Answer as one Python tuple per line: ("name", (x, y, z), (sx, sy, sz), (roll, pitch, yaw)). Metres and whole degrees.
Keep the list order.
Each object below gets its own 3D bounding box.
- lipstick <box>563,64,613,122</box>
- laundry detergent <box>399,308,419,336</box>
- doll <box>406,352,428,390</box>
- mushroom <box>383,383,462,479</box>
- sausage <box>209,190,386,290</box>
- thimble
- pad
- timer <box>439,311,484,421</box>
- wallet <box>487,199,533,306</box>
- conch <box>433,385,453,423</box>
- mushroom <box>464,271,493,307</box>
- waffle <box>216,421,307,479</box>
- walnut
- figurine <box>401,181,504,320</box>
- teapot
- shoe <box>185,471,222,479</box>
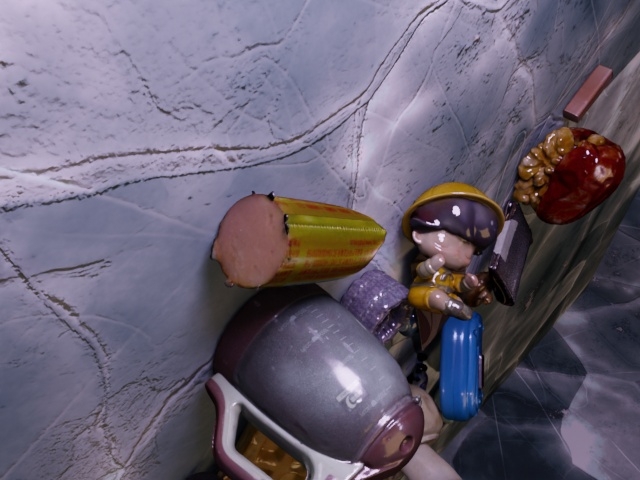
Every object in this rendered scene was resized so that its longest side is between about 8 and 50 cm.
("lipstick", (0.683, -0.375, 1.364), (0.145, 0.045, 0.045), (-53, 151, 2))
("laundry detergent", (0.254, 0.193, 1.355), (0.206, 0.061, 0.096), (-7, 130, -49))
("doll", (0.304, 0.434, 1.666), (0.096, 0.070, 0.195), (-66, 162, -46))
("mushroom", (0.228, 0.571, 1.438), (0.315, 0.336, 0.314), (-22, 133, -26))
("sausage", (0.001, -0.002, 0.765), (0.125, 0.117, 0.318), (-50, 154, 25))
("thimble", (0.110, 0.138, 1.069), (0.150, 0.098, 0.150), (-33, 144, -28))
("pad", (0.295, 0.100, 1.291), (0.220, 0.004, 0.330), (-44, 139, -27))
("timer", (0.408, 0.349, 1.529), (0.340, 0.115, 0.308), (32, 61, -68))
("wallet", (0.526, 0.040, 1.497), (0.262, 0.072, 0.220), (48, 61, -53))
("conch", (0.501, 0.603, 2.045), (0.185, 0.121, 0.221), (-27, 148, -42))
("mushroom", (0.467, 0.144, 1.568), (0.109, 0.085, 0.126), (-61, 165, -45))
("waffle", (-0.018, 0.441, 1.090), (0.349, 0.077, 0.304), (22, 107, -25))
("walnut", (0.620, -0.159, 1.362), (0.244, 0.221, 0.268), (1, 132, -16))
("figurine", (0.236, 0.013, 1.016), (0.192, 0.167, 0.256), (27, 80, -37))
("teapot", (-0.015, 0.250, 0.809), (0.315, 0.312, 0.233), (-33, 142, -30))
("shoe", (-0.250, 0.500, 0.988), (0.179, 0.071, 0.049), (-42, 149, -6))
